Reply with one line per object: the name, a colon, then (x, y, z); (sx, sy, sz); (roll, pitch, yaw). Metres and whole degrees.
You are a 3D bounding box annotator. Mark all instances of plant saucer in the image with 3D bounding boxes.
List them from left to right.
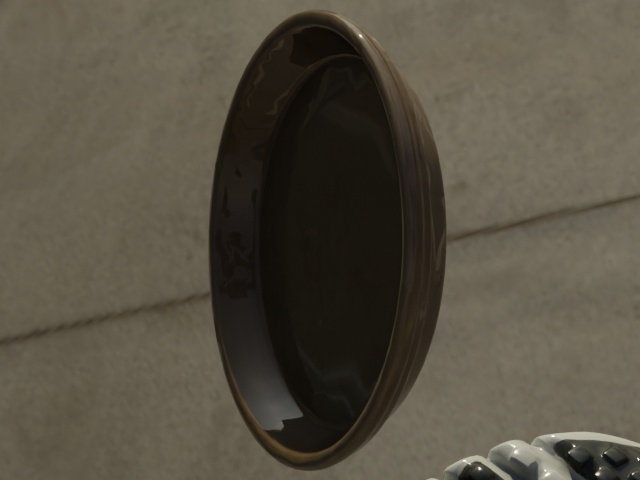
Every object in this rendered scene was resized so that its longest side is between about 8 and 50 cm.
plant saucer: (0.000, 0.000, 0.911); (0.041, 0.278, 0.278); (1, 29, -28)

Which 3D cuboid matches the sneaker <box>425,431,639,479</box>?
sneaker: (0.044, 0.189, 0.627); (0.292, 0.118, 0.110); (-34, 52, -16)
